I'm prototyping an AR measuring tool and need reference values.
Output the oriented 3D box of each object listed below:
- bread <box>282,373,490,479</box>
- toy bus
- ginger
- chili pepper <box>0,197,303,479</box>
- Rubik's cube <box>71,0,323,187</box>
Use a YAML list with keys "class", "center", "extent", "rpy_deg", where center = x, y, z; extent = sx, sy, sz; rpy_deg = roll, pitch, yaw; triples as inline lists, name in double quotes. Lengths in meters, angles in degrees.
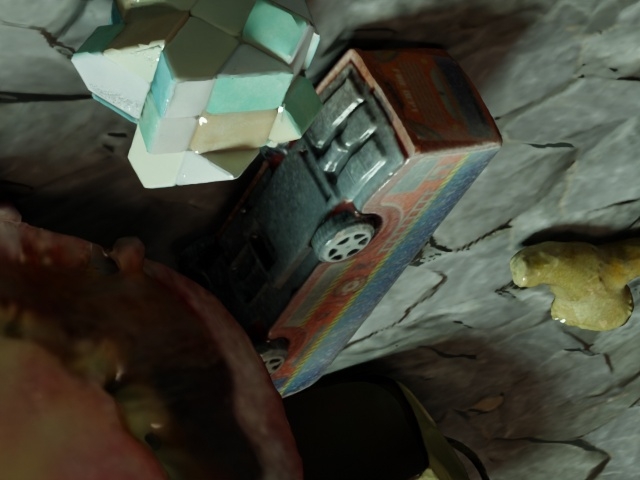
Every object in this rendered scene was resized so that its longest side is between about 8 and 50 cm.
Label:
- class: "bread"
  center: [-0.011, 0.178, 1.007]
  extent: [0.224, 0.142, 0.212]
  rpy_deg: [-19, 135, -3]
- class: "toy bus"
  center: [0.000, 0.000, 0.792]
  extent: [0.077, 0.065, 0.192]
  rpy_deg: [-7, 148, -36]
- class: "ginger"
  center: [0.129, 0.019, 0.933]
  extent: [0.097, 0.030, 0.048]
  rpy_deg: [-3, 117, -32]
- class: "chili pepper"
  center: [-0.168, 0.131, 0.783]
  extent: [0.251, 0.229, 0.305]
  rpy_deg: [-48, -175, -34]
- class: "Rubik's cube"
  center: [-0.041, -0.056, 0.668]
  extent: [0.084, 0.073, 0.075]
  rpy_deg: [-17, 149, -10]
